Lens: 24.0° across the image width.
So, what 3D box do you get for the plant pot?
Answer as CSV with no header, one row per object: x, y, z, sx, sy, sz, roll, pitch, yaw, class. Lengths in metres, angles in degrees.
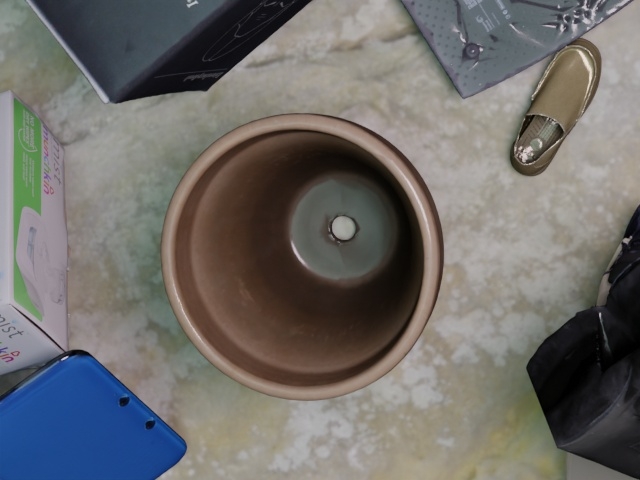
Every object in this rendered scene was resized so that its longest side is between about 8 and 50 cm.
0.000,0.000,1.461,0.263,0.229,0.263,2,100,11,plant pot

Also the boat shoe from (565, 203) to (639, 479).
0.324,0.123,1.475,0.127,0.158,0.341,15,131,16,boat shoe

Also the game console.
-0.322,0.199,1.558,0.250,0.293,0.173,18,69,27,game console

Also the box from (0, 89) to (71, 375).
-0.383,0.013,1.534,0.231,0.127,0.262,-16,56,15,box

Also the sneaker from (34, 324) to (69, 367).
-0.423,0.118,1.627,0.292,0.118,0.110,-13,98,15,sneaker

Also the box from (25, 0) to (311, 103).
-0.067,-0.330,1.391,0.395,0.293,0.212,-39,89,14,box

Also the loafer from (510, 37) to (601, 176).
0.233,-0.128,1.484,0.056,0.050,0.148,24,103,7,loafer

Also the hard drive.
0.207,-0.270,1.466,0.254,0.054,0.172,-32,91,15,hard drive

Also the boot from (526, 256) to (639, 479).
0.446,0.096,1.311,0.445,0.146,0.367,28,106,-29,boot
